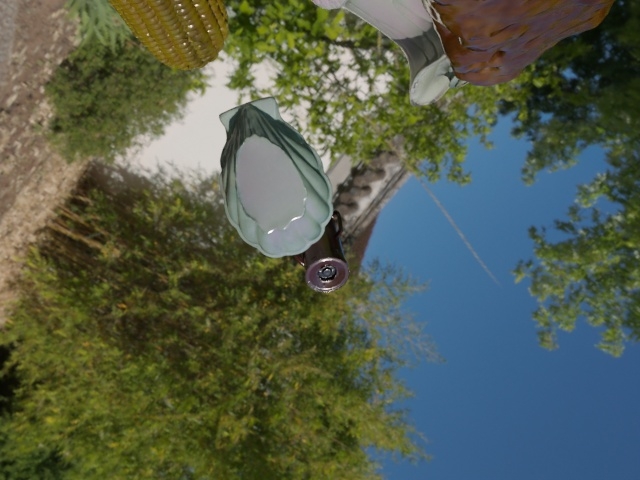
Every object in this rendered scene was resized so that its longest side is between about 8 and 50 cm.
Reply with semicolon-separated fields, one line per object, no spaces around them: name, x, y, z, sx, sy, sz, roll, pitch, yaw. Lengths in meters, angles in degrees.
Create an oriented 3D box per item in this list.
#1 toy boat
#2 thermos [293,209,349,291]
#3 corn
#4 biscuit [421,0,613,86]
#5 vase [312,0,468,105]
toy boat;-0.085;-0.097;1.034;0.199;0.290;0.100;-20;-164;1
thermos;0.003;0.001;1.314;0.124;0.099;0.232;-42;-149;22
corn;-0.202;-0.319;0.668;0.131;0.131;0.344;-57;166;-5
biscuit;0.129;-0.353;0.476;0.166;0.395;0.342;-13;178;17
vase;0.082;-0.404;0.816;0.250;0.445;0.250;-34;172;-6
